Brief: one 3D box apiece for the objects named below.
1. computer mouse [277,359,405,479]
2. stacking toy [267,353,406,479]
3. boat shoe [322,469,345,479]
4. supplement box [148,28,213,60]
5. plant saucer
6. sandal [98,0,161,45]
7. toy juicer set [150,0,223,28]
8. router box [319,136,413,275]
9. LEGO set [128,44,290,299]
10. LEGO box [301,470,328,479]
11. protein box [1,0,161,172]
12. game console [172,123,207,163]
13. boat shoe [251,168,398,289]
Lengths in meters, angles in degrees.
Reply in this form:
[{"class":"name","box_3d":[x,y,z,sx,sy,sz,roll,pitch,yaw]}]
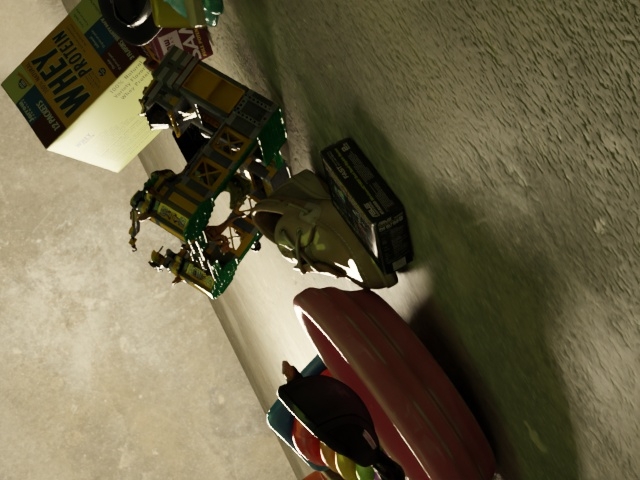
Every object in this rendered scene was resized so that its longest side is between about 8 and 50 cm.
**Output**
[{"class":"computer mouse","box_3d":[0.011,0.181,1.795,0.184,0.060,0.262,45,-179,34]},{"class":"stacking toy","box_3d":[0.091,0.269,2.020,0.302,0.166,0.175,37,170,44]},{"class":"boat shoe","box_3d":[0.068,0.350,2.394,0.342,0.123,0.123,51,165,22]},{"class":"supplement box","box_3d":[-0.239,-0.349,2.201,0.239,0.073,0.130,54,167,44]},{"class":"plant saucer","box_3d":[0.094,0.179,1.796,0.332,0.084,0.332,54,174,9]},{"class":"sandal","box_3d":[-0.234,-0.329,1.993,0.097,0.054,0.254,25,147,0]},{"class":"toy juicer set","box_3d":[-0.140,-0.338,1.743,0.329,0.089,0.209,-148,50,-77]},{"class":"router box","box_3d":[0.048,-0.037,1.667,0.122,0.038,0.092,55,168,37]},{"class":"LEGO set","box_3d":[-0.172,-0.090,2.012,0.192,0.255,0.331,31,173,15]},{"class":"LEGO box","box_3d":[0.109,0.640,2.443,0.500,0.193,0.372,57,-173,29]},{"class":"protein box","box_3d":[-0.317,-0.229,2.336,0.136,0.200,0.201,52,-166,21]},{"class":"game console","box_3d":[-0.252,-0.247,2.636,0.361,0.044,0.213,62,170,2]},{"class":"boat shoe","box_3d":[0.000,0.000,1.834,0.109,0.098,0.302,67,169,-25]}]
